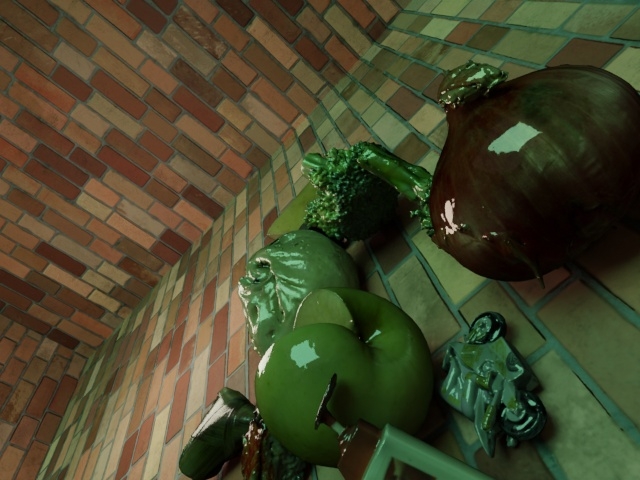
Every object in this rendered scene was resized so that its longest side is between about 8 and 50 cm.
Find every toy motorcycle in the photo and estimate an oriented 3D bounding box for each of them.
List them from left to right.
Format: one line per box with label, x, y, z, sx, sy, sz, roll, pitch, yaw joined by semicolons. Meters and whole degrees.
toy motorcycle;0.237;0.212;0.710;0.152;0.073;0.225;-42;24;24

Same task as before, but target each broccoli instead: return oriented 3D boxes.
broccoli;0.072;-0.116;1.180;0.235;0.260;0.288;-80;-1;-45
broccoli;0.227;-0.123;1.011;0.275;0.199;0.177;39;113;35

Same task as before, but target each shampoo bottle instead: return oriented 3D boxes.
shampoo bottle;0.103;0.294;0.597;0.153;0.284;0.071;-54;-9;2

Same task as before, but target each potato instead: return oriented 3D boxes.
potato;-0.032;-0.047;1.500;0.269;0.112;0.255;-51;28;10

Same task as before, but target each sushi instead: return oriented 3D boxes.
sushi;-0.073;0.356;0.942;0.124;0.130;0.331;-11;67;62

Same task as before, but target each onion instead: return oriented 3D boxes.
onion;0.321;-0.094;0.727;0.354;0.354;0.353;-40;27;25

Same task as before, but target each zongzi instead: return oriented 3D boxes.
zongzi;-0.216;0.473;1.097;0.220;0.112;0.242;-58;26;-17

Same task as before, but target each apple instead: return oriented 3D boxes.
apple;0.036;0.225;0.788;0.291;0.292;0.254;-95;19;-57

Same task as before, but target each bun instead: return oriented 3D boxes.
bun;-0.063;0.131;1.166;0.326;0.235;0.361;-24;42;37

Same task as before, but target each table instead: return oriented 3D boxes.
table;0.000;0.000;1.344;0.133;0.133;0.043;-43;26;18
